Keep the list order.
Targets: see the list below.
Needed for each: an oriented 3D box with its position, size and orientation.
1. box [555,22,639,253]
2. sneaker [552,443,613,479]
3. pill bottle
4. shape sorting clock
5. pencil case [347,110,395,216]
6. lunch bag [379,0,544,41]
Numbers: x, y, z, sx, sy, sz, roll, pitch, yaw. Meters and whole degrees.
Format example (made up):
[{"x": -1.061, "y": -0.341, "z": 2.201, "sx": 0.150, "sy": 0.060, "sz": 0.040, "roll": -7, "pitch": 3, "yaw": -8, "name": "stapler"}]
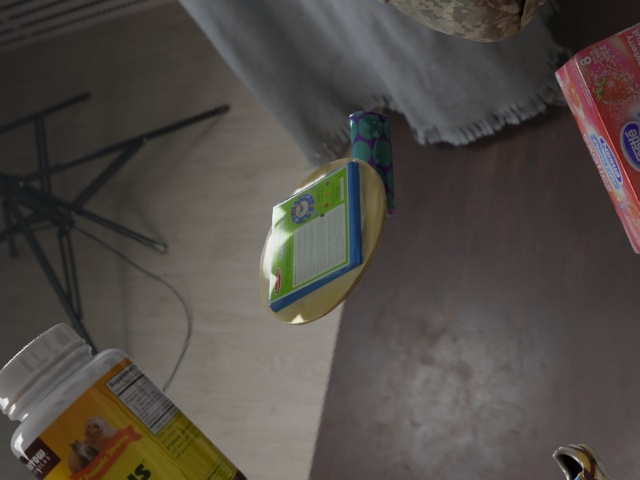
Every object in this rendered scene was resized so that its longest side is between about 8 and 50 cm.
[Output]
[{"x": 0.390, "y": -0.118, "z": 0.982, "sx": 0.123, "sy": 0.128, "sz": 0.256, "roll": -24, "pitch": 90, "yaw": 6, "name": "box"}, {"x": 0.467, "y": 0.424, "z": 1.413, "sx": 0.185, "sy": 0.084, "sz": 0.069, "roll": 49, "pitch": 122, "yaw": 43, "name": "sneaker"}, {"x": -0.166, "y": 0.172, "z": 0.685, "sx": 0.215, "sy": 0.117, "sz": 0.117, "roll": 45, "pitch": 98, "yaw": 1, "name": "pill bottle"}, {"x": 0.000, "y": 0.000, "z": 0.959, "sx": 0.206, "sy": 0.040, "sz": 0.206, "roll": -28, "pitch": 46, "yaw": 33, "name": "shape sorting clock"}, {"x": 0.073, "y": -0.110, "z": 1.220, "sx": 0.070, "sy": 0.064, "sz": 0.151, "roll": 163, "pitch": 106, "yaw": -67, "name": "pencil case"}, {"x": 0.155, "y": -0.368, "z": 0.943, "sx": 0.256, "sy": 0.305, "sz": 0.212, "roll": 40, "pitch": 86, "yaw": 8, "name": "lunch bag"}]
